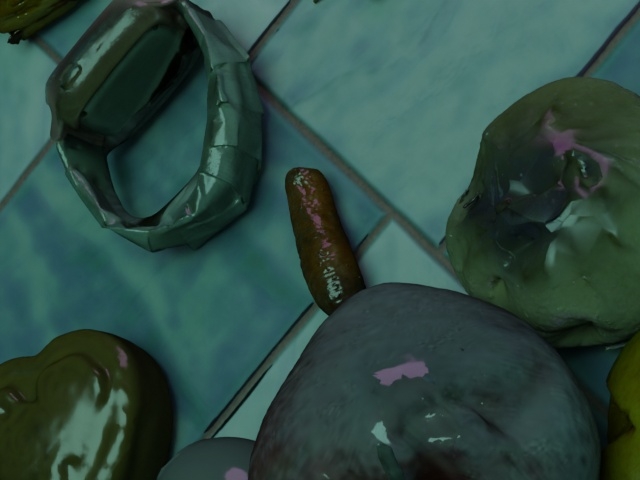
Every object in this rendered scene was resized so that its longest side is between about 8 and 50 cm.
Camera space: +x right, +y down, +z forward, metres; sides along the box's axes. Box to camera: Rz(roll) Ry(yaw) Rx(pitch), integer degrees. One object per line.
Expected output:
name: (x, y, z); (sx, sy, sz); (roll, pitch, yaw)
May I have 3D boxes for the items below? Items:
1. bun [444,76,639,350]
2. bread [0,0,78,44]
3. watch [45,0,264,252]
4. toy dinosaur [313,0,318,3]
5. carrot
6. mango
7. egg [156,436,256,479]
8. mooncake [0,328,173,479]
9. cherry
bun: (0.242, -0.029, 1.819); (0.273, 0.168, 0.273); (-15, 63, 31)
bread: (-0.345, -0.374, 2.297); (0.235, 0.099, 0.210); (-42, 60, 13)
watch: (-0.171, -0.121, 2.098); (0.241, 0.162, 0.253); (44, 100, 24)
toy dinosaur: (0.041, -0.331, 2.065); (0.162, 0.039, 0.126); (-8, 107, 32)
carrot: (0.000, 0.000, 2.013); (0.060, 0.060, 0.186); (-31, 61, 19)
mango: (0.326, 0.187, 1.728); (0.167, 0.130, 0.262); (11, 86, 40)
egg: (-0.067, 0.304, 1.890); (0.176, 0.176, 0.232); (-44, 62, 12)
mooncake: (-0.274, 0.220, 2.074); (0.235, 0.117, 0.235); (-10, 68, 26)
cherry: (0.102, 0.185, 1.742); (0.326, 0.291, 0.335); (-11, 34, 36)
